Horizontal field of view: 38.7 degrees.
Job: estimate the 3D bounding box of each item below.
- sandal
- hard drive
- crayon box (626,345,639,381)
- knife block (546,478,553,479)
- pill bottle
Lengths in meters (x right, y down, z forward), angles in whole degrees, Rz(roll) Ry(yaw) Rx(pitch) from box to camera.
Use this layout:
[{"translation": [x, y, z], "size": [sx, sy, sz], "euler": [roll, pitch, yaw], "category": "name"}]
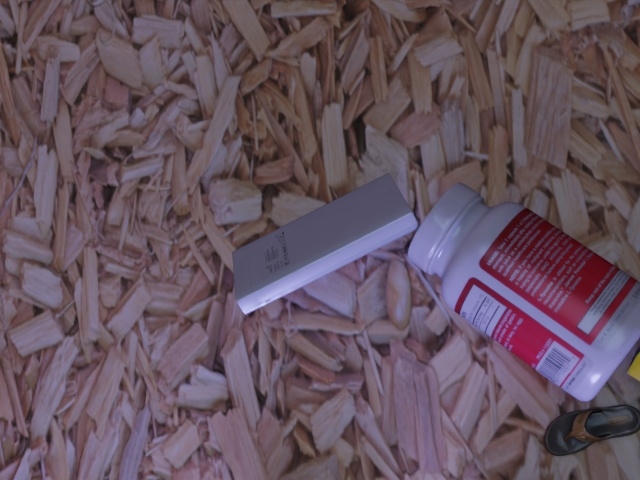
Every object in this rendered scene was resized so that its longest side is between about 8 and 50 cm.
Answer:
[{"translation": [0.486, 0.334, 1.626], "size": [0.180, 0.049, 0.072], "euler": [-16, 74, 7], "category": "sandal"}, {"translation": [0.000, 0.000, 1.727], "size": [0.352, 0.233, 0.047], "euler": [-27, 112, 4], "category": "hard drive"}, {"translation": [0.741, 0.150, 1.499], "size": [0.313, 0.106, 0.363], "euler": [32, 118, 17], "category": "crayon box"}, {"translation": [0.407, 0.546, 1.540], "size": [0.275, 0.088, 0.242], "euler": [-32, 57, 2], "category": "knife block"}, {"translation": [0.367, 0.079, 1.619], "size": [0.407, 0.229, 0.229], "euler": [36, 86, 17], "category": "pill bottle"}]
